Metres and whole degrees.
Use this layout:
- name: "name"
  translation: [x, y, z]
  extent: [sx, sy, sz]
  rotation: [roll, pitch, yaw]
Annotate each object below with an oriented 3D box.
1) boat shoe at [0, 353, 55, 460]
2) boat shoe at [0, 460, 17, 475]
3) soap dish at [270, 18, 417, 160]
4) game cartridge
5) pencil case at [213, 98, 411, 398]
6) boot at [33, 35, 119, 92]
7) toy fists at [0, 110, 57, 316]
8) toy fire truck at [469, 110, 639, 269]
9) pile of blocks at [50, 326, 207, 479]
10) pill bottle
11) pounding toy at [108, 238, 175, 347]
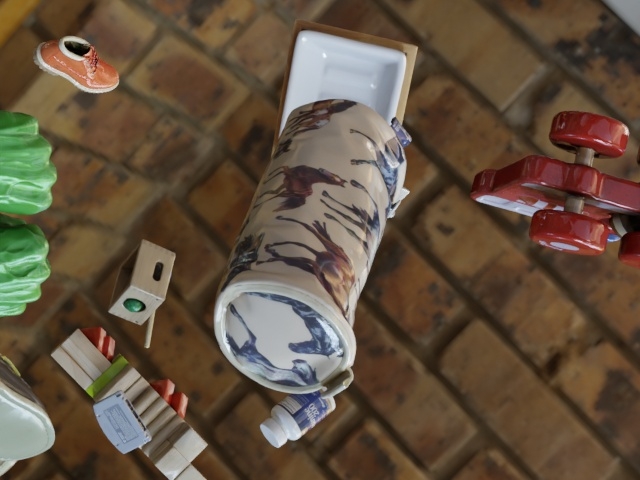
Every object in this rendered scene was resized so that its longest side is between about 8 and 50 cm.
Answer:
- name: "boat shoe"
  translation: [-0.310, 0.139, 1.199]
  extent: [0.228, 0.081, 0.069]
  rotation: [68, 179, -59]
- name: "boat shoe"
  translation: [-0.580, 0.326, 2.206]
  extent: [0.098, 0.109, 0.302]
  rotation: [48, 158, -23]
- name: "soap dish"
  translation: [0.043, -0.245, 2.376]
  extent: [0.229, 0.291, 0.118]
  rotation: [14, -159, 9]
- name: "game cartridge"
  translation: [-0.280, 0.256, 1.820]
  extent: [0.083, 0.056, 0.017]
  rotation: [60, -165, -8]
- name: "pencil case"
  translation: [0.000, 0.000, 1.499]
  extent: [0.183, 0.160, 0.410]
  rotation: [29, -142, -8]
- name: "boot"
  translation: [-0.388, -0.293, 2.154]
  extent: [0.158, 0.084, 0.059]
  rotation: [18, -116, -42]
- name: "toy fists"
  translation: [-0.411, -0.031, 1.645]
  extent: [0.142, 0.279, 0.096]
  rotation: [2, -160, -18]
- name: "toy fire truck"
  translation: [0.377, -0.053, 1.743]
  extent: [0.302, 0.169, 0.254]
  rotation: [14, 174, -11]
- name: "pile of blocks"
  translation: [-0.298, 0.265, 2.162]
  extent: [0.362, 0.112, 0.149]
  rotation: [43, 170, 17]
- name: "pill bottle"
  translation: [-0.039, 0.289, 2.154]
  extent: [0.067, 0.120, 0.067]
  rotation: [42, 154, 26]
- name: "pounding toy"
  translation: [-0.331, 0.102, 2.443]
  extent: [0.100, 0.130, 0.141]
  rotation: [24, -130, -19]
